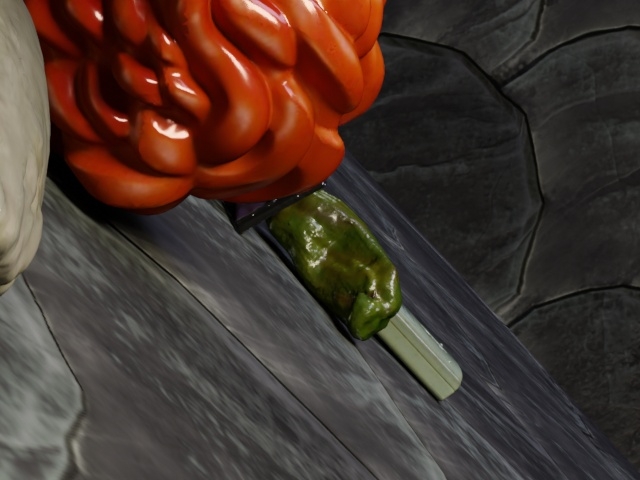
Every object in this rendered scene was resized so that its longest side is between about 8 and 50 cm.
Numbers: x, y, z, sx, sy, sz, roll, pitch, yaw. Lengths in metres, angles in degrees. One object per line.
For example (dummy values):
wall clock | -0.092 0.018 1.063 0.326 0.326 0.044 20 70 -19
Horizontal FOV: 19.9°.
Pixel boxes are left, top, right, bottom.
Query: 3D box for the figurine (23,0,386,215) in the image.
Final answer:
figurine | -0.106 -0.219 1.102 0.306 0.241 0.411 98 -24 -51

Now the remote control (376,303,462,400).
remote control | 0.043 0.049 1.676 0.233 0.038 0.098 46 6 -11

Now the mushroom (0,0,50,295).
mushroom | -0.153 -0.053 0.566 0.128 0.128 0.350 44 3 -28

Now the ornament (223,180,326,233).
ornament | -0.068 -0.118 1.450 0.088 0.081 0.203 -123 -169 -67

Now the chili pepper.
chili pepper | 0.001 -0.002 1.544 0.204 0.072 0.073 51 9 29
